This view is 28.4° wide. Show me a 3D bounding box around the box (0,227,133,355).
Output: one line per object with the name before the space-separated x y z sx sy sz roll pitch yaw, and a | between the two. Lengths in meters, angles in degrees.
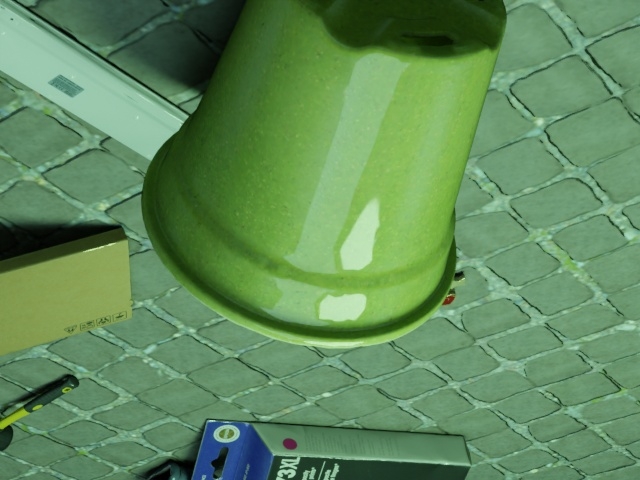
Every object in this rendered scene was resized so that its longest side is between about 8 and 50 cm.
box | -0.298 0.062 1.333 0.201 0.021 0.164 -15 150 -16

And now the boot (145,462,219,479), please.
boot | -0.236 0.380 1.850 0.086 0.069 0.190 27 127 -31

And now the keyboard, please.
keyboard | -0.215 -0.140 1.101 0.072 0.014 0.256 -22 143 34

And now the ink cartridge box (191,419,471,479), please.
ink cartridge box | 0.009 0.339 1.769 0.371 0.069 0.175 7 128 -13

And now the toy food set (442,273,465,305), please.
toy food set | 0.101 0.063 1.435 0.122 0.019 0.078 -8 148 -7

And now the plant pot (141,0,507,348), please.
plant pot | 0.016 -0.101 0.987 0.276 0.276 0.254 6 134 -15

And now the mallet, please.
mallet | -0.371 0.220 1.616 0.190 0.039 0.062 -25 140 23
